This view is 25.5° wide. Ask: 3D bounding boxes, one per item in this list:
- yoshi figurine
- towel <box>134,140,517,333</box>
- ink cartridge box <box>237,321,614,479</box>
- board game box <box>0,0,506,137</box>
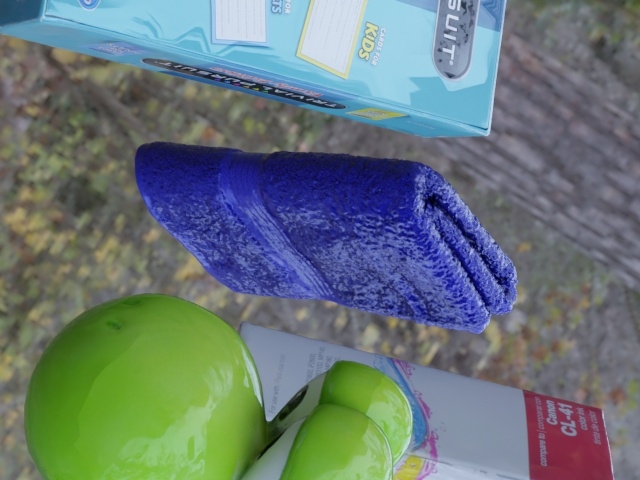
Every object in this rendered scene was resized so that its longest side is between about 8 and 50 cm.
[{"bbox_3d":[-0.111,0.153,0.701,0.362,0.203,0.203,-47,-138,31],"label":"yoshi figurine"},{"bbox_3d":[0.000,0.000,1.254,0.227,0.308,0.076,44,59,-47],"label":"towel"},{"bbox_3d":[0.052,0.216,1.121,0.131,0.306,0.226,-76,-179,-59],"label":"ink cartridge box"},{"bbox_3d":[-0.023,-0.221,0.904,0.079,0.336,0.253,3,-96,55],"label":"board game box"}]
